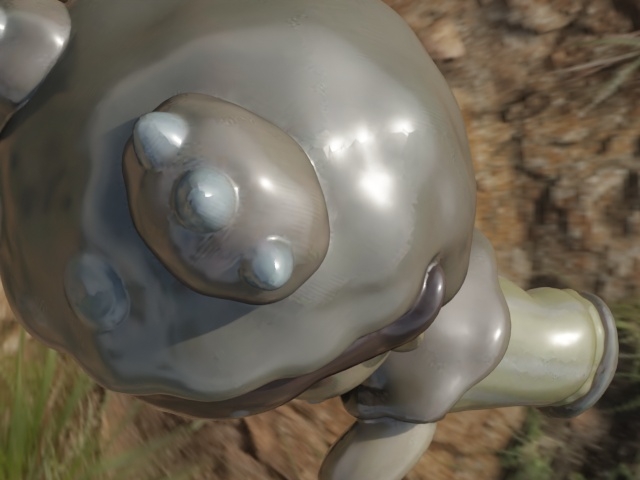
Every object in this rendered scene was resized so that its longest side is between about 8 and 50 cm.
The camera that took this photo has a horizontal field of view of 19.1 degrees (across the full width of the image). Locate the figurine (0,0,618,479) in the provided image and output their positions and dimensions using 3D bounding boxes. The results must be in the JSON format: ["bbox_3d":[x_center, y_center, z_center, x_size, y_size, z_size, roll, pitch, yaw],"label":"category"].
[{"bbox_3d":[0.000,0.001,0.879,0.203,0.248,0.380,-55,137,2],"label":"figurine"}]
